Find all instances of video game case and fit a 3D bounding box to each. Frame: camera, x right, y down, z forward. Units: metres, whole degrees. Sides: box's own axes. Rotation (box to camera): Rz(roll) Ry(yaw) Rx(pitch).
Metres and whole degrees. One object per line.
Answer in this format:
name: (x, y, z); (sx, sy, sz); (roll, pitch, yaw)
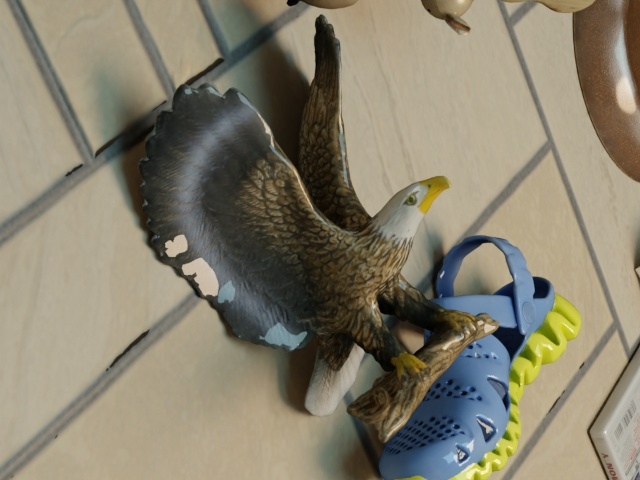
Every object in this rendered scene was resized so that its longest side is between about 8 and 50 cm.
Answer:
video game case: (0.378, 0.225, 1.761); (0.201, 0.023, 0.183); (-49, 122, -43)

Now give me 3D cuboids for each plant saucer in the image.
plant saucer: (0.394, -0.221, 1.819); (0.310, 0.050, 0.310); (8, 79, -49)

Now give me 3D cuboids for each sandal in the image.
sandal: (0.127, 0.106, 1.401); (0.138, 0.126, 0.317); (61, 36, -20)

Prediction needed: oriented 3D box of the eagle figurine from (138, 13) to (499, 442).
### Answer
eagle figurine: (0.008, -0.007, 1.244); (0.298, 0.225, 0.226); (48, -1, 2)

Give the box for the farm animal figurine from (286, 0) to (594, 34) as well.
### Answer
farm animal figurine: (0.071, -0.285, 1.314); (0.330, 0.172, 0.327); (49, 52, 4)

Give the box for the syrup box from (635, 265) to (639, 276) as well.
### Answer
syrup box: (0.477, 0.020, 1.835); (0.237, 0.096, 0.093); (-28, 89, -50)
